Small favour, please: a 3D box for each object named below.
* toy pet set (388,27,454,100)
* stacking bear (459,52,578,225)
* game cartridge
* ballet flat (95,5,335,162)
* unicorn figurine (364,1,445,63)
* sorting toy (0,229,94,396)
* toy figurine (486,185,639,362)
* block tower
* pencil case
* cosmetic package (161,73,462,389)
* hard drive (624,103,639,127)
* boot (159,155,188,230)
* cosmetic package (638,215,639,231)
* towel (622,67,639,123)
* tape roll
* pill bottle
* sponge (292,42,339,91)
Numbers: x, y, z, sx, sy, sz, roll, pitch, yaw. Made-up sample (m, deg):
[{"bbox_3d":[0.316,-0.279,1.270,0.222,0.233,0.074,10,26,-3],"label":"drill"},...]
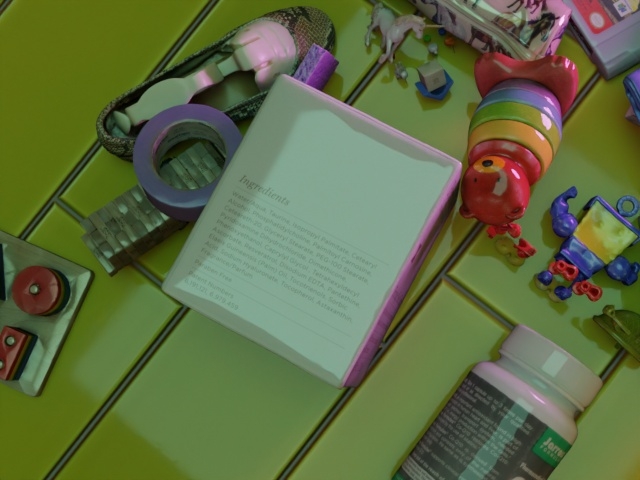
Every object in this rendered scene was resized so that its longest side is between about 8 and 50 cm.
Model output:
[{"bbox_3d":[0.203,-0.316,1.773,0.122,0.065,0.114,-26,46,-1],"label":"toy pet set"},{"bbox_3d":[0.311,-0.152,1.585,0.176,0.164,0.289,8,54,24],"label":"stacking bear"},{"bbox_3d":[0.529,-0.461,1.753,0.196,0.060,0.294,-30,81,-3],"label":"game cartridge"},{"bbox_3d":[-0.188,-0.285,1.733,0.483,0.182,0.164,-28,88,1],"label":"ballet flat"},{"bbox_3d":[0.132,-0.378,1.735,0.162,0.060,0.111,46,132,30],"label":"unicorn figurine"},{"bbox_3d":[-0.591,0.121,1.765,0.257,0.089,0.255,23,85,9],"label":"sorting toy"},{"bbox_3d":[0.491,0.020,1.628,0.362,0.191,0.217,42,83,8],"label":"toy figurine"},{"bbox_3d":[-0.267,-0.075,1.709,0.335,0.097,0.091,-37,77,-9],"label":"block tower"},{"bbox_3d":[0.257,-0.439,1.714,0.410,0.160,0.183,37,49,9],"label":"pencil case"},{"bbox_3d":[0.000,0.000,1.601,0.328,0.329,0.393,28,87,10],"label":"cosmetic package"},{"bbox_3d":[0.715,-0.317,1.690,0.233,0.047,0.353,28,86,-6],"label":"hard drive"},{"bbox_3d":[-0.269,-0.091,1.784,0.099,0.045,0.121,29,79,6],"label":"boot"},{"bbox_3d":[0.629,0.044,1.585,0.138,0.224,0.223,-4,82,3],"label":"cosmetic package"},{"bbox_3d":[0.704,-0.240,1.651,0.336,0.040,0.243,-27,91,-10],"label":"towel"},{"bbox_3d":[-0.220,-0.132,1.638,0.189,0.080,0.188,0,73,0],"label":"tape roll"},{"bbox_3d":[0.291,0.331,1.590,0.204,0.204,0.361,36,88,9],"label":"pill bottle"},{"bbox_3d":[-0.043,-0.249,1.727,0.031,0.117,0.210,34,98,11],"label":"sponge"}]
